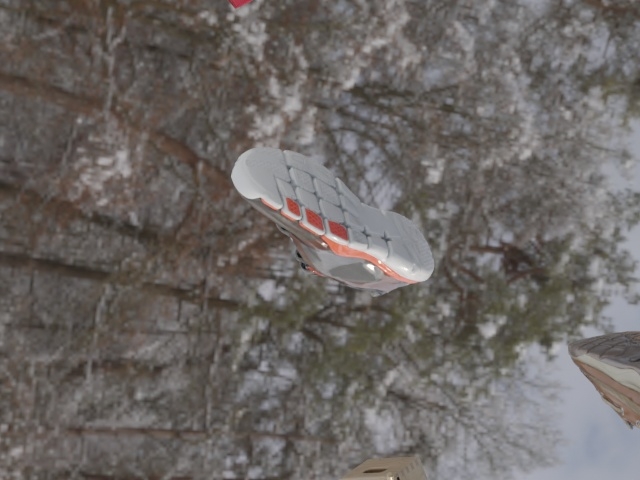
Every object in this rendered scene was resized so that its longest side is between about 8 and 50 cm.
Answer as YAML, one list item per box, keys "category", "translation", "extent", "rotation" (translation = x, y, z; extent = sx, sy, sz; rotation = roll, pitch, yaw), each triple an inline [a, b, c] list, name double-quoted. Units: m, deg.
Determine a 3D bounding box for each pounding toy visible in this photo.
- category: "pounding toy"
  translation: [0.102, 0.380, 1.482]
  extent: [0.141, 0.100, 0.130]
  rotation: [-16, -84, 45]

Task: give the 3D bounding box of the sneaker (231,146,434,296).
- category: "sneaker"
  translation: [0.000, 0.000, 0.640]
  extent: [0.065, 0.158, 0.061]
  rotation: [-38, -143, 33]

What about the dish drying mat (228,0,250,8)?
- category: "dish drying mat"
  translation: [-0.053, -0.245, 0.943]
  extent: [0.032, 0.083, 0.008]
  rotation: [54, -16, 13]

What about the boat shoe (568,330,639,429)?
- category: "boat shoe"
  translation: [0.421, 0.197, 1.345]
  extent: [0.324, 0.123, 0.116]
  rotation: [-135, -145, -81]
